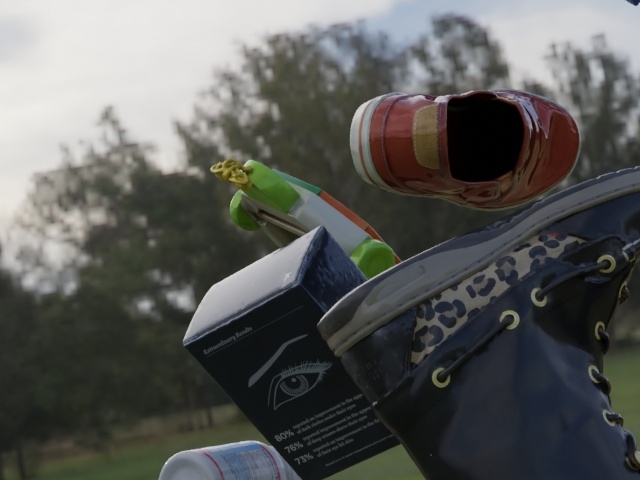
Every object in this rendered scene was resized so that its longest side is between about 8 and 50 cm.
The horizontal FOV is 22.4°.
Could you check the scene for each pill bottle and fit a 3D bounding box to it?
[{"bbox_3d":[-0.093,0.262,1.744,0.087,0.087,0.160,-14,-8,34],"label":"pill bottle"}]

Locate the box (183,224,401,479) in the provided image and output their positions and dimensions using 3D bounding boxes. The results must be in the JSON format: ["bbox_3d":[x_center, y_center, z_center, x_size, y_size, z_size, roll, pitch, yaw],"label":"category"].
[{"bbox_3d":[-0.005,0.114,1.587,0.153,0.207,0.108,-28,21,29],"label":"box"}]

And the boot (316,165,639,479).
[{"bbox_3d":[0.217,0.110,1.333,0.377,0.284,0.138,-21,-13,-20],"label":"boot"}]

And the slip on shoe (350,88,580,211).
[{"bbox_3d":[0.163,-0.090,1.536,0.101,0.123,0.331,-2,-1,38],"label":"slip on shoe"}]

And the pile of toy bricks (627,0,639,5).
[{"bbox_3d":[0.398,-0.295,1.852,0.118,0.105,0.212,-35,33,-3],"label":"pile of toy bricks"}]

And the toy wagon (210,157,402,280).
[{"bbox_3d":[0.000,0.000,1.932,0.267,0.068,0.344,25,-18,49],"label":"toy wagon"}]
